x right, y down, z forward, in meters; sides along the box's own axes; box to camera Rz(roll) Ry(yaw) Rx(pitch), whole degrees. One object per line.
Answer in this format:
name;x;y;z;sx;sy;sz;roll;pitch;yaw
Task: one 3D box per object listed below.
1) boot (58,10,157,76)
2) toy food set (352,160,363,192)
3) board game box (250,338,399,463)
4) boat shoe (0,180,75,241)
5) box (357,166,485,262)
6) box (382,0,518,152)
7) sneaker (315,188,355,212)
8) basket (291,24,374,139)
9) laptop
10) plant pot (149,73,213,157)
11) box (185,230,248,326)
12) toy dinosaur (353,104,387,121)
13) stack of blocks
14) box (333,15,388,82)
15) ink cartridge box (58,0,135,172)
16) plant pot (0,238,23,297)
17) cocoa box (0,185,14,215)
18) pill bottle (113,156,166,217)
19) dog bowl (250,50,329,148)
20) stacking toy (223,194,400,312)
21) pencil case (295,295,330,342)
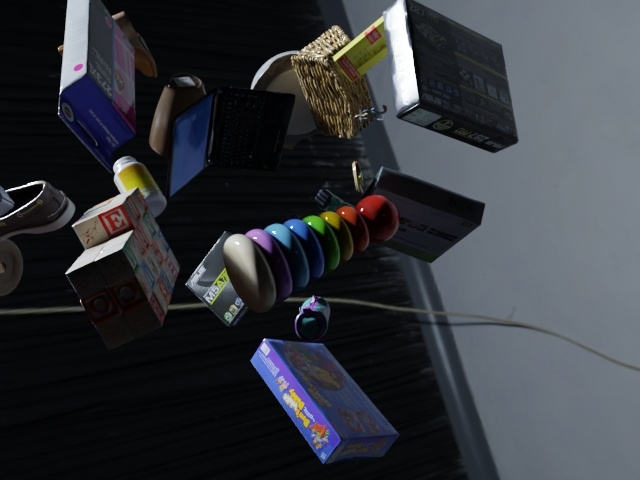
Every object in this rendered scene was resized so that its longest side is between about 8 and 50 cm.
boot;-0.622;-0.538;1.870;0.109;0.220;0.283;61;178;13
toy food set;0.098;-0.163;1.617;0.083;0.020;0.082;73;-170;-55
board game box;0.008;0.397;1.593;0.347;0.233;0.078;45;110;39
boat shoe;-0.713;-0.058;1.396;0.096;0.324;0.116;65;-161;-49
box;0.200;-0.047;1.421;0.322;0.232;0.058;120;170;-70
box;0.349;-0.428;1.659;0.097;0.395;0.318;-24;64;49
sneaker;0.084;-0.090;2.055;0.223;0.098;0.083;46;109;28
basket;0.086;-0.504;2.002;0.213;0.223;0.299;20;143;44
laptop;-0.199;-0.206;1.388;0.234;0.264;0.136;110;158;-47
plant pot;-0.447;-0.417;2.054;0.215;0.215;0.230;53;144;37
box;-0.245;0.104;1.705;0.184;0.045;0.190;41;98;19
toy dinosaur;0.153;-0.381;1.861;0.090;0.082;0.047;28;129;60
stack of blocks;-0.314;0.029;1.010;0.297;0.087;0.171;-119;5;-73
box;0.151;-0.548;1.749;0.232;0.087;0.058;-35;24;15
ink cartridge box;-0.446;-0.330;1.273;0.176;0.069;0.371;62;-165;-54
plant pot;-0.895;0.063;1.595;0.229;0.263;0.263;2;97;15
cocoa box;-0.787;-0.064;1.103;0.231;0.347;0.228;50;170;5
pill bottle;-0.610;-0.179;2.101;0.215;0.117;0.117;54;134;24
dog bowl;-0.085;-0.494;2.186;0.102;0.349;0.349;-113;37;-50
stacking toy;0.000;0.000;1.116;0.141;0.330;0.141;41;145;38
pencil case;-0.015;0.154;1.256;0.151;0.064;0.070;-63;-36;-85
